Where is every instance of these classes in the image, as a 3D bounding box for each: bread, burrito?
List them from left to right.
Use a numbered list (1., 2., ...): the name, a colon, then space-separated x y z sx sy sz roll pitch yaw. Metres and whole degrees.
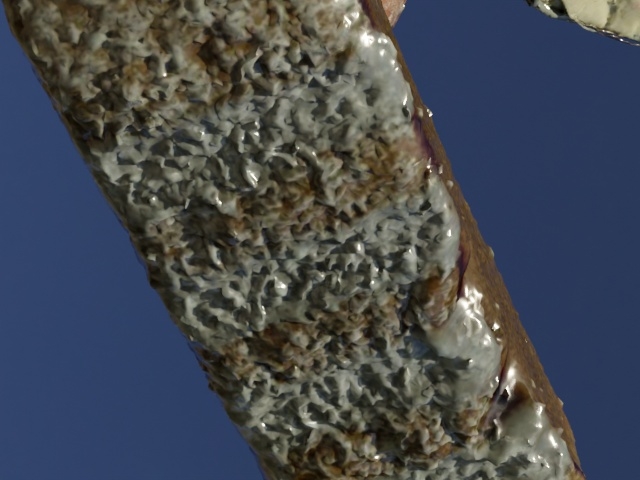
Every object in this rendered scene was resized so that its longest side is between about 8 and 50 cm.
1. bread: 0.000 0.000 0.901 0.165 0.417 0.113 -22 -149 9
2. burrito: 0.244 -0.197 1.415 0.058 0.229 0.063 -23 -114 42

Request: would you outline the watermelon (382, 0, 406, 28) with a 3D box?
1. watermelon: -0.023 -0.209 1.540 0.257 0.193 0.140 -46 -121 5
